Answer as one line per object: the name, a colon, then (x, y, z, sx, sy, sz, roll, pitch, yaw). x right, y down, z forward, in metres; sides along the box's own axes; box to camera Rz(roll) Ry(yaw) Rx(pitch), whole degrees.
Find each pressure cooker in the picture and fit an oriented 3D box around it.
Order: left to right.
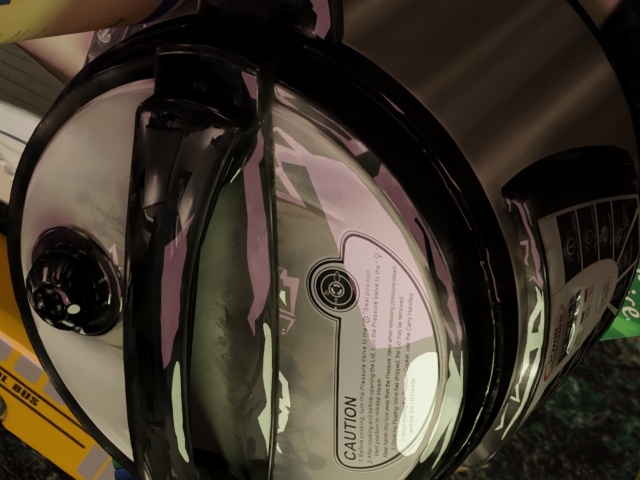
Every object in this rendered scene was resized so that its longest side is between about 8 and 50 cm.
pressure cooker: (-0.005, 0.000, 1.229, 0.375, 0.420, 0.370, -33, 93, 37)

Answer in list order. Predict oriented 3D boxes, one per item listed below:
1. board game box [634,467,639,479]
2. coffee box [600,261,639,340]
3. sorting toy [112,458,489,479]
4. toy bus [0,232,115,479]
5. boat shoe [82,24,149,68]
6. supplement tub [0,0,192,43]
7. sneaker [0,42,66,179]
board game box: (0.347, 0.188, 1.426, 0.181, 0.092, 0.043, -8, 120, 31)
coffee box: (0.223, 0.023, 1.404, 0.184, 0.040, 0.113, -9, 118, 32)
sorting toy: (-0.031, 0.173, 1.532, 0.257, 0.255, 0.089, -15, 78, 32)
toy bus: (-0.227, 0.135, 1.678, 0.332, 0.108, 0.130, 36, 130, 0)
boat shoe: (-0.134, -0.201, 1.391, 0.102, 0.108, 0.301, 28, 139, 5)
supplement tub: (-0.239, -0.241, 1.183, 0.228, 0.316, 0.228, 20, 116, 46)
sneaker: (-0.256, -0.094, 1.533, 0.258, 0.094, 0.091, 32, 127, 3)
